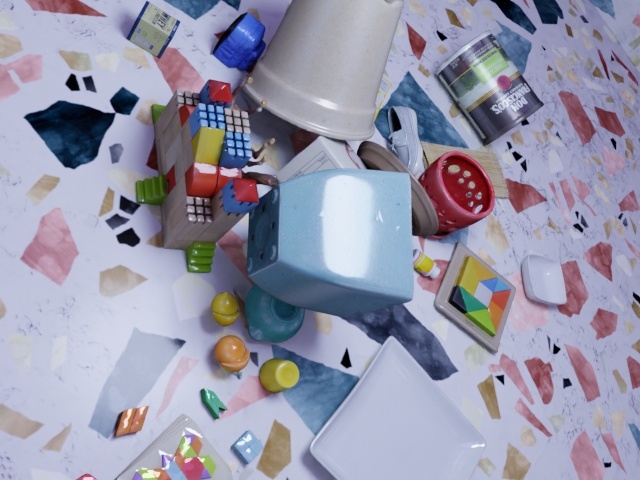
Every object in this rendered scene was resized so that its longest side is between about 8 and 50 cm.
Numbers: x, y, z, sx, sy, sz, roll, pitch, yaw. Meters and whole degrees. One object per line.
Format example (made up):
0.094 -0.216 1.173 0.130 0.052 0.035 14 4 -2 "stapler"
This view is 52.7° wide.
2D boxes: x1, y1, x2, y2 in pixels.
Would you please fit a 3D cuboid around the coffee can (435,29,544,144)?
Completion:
0.506 -0.457 1.946 0.201 0.201 0.275 -36 90 -40 "coffee can"

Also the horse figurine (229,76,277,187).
-0.175 -0.232 1.417 0.066 0.174 0.263 -12 89 -46 "horse figurine"

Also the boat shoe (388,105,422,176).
0.218 -0.269 1.747 0.081 0.079 0.227 10 58 -20 "boat shoe"

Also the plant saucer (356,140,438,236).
0.171 -0.114 1.531 0.041 0.278 0.278 -38 92 -10 "plant saucer"

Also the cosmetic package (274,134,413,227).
0.056 -0.088 1.476 0.296 0.153 0.129 53 27 -3 "cosmetic package"

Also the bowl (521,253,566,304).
0.629 0.117 1.846 0.142 0.053 0.142 15 60 -29 "bowl"

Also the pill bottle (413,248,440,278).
0.261 0.061 1.628 0.083 0.043 0.043 36 52 -14 "pill bottle"

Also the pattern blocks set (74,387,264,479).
-0.253 0.410 1.120 0.285 0.026 0.325 44 50 -8 "pattern blocks set"

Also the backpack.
-0.181 -0.475 1.539 0.101 0.120 0.098 33 53 -17 "backpack"

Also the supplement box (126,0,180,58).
-0.369 -0.465 1.429 0.083 0.083 0.056 28 56 -22 "supplement box"

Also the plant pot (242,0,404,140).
0.027 -0.438 1.458 0.334 0.305 0.334 18 28 -10 "plant pot"

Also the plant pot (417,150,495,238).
0.322 -0.111 1.668 0.191 0.174 0.191 15 61 -28 "plant pot"

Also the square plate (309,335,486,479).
0.171 0.439 1.380 0.344 0.049 0.347 49 50 -5 "square plate"

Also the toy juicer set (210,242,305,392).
-0.120 0.127 1.307 0.209 0.089 0.329 20 69 -23 "toy juicer set"

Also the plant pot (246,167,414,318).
0.000 0.000 1.224 0.252 0.247 0.247 9 72 -27 "plant pot"

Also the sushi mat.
0.422 -0.202 1.882 0.317 0.019 0.151 3 65 -34 "sushi mat"

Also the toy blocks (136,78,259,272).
-0.227 -0.161 1.262 0.191 0.261 0.381 4 66 -33 "toy blocks"

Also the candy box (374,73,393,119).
0.127 -0.405 1.775 0.105 0.027 0.206 35 52 -13 "candy box"

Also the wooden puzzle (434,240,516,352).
0.416 0.142 1.694 0.221 0.044 0.238 38 52 -13 "wooden puzzle"
